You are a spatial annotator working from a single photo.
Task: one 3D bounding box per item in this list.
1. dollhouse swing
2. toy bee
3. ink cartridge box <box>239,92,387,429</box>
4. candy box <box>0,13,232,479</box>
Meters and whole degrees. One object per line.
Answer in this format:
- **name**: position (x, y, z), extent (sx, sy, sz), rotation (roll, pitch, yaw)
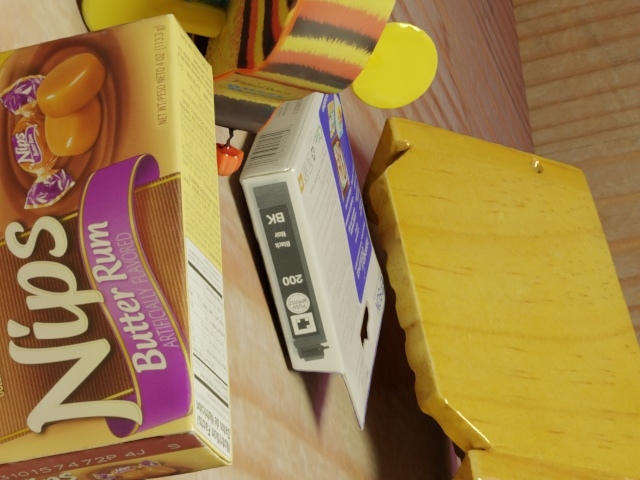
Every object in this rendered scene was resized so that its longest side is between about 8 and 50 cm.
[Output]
- **dollhouse swing**: position (0.116, 0.139, 1.564), extent (0.315, 0.305, 0.347), rotation (13, 50, -33)
- **toy bee**: position (-0.031, -0.111, 1.021), extent (0.298, 0.195, 0.162), rotation (-77, 179, -84)
- **ink cartridge box**: position (0.000, 0.000, 1.295), extent (0.206, 0.045, 0.208), rotation (-75, 153, -62)
- **candy box**: position (-0.099, 0.008, 0.740), extent (0.053, 0.109, 0.187), rotation (54, 29, -61)
